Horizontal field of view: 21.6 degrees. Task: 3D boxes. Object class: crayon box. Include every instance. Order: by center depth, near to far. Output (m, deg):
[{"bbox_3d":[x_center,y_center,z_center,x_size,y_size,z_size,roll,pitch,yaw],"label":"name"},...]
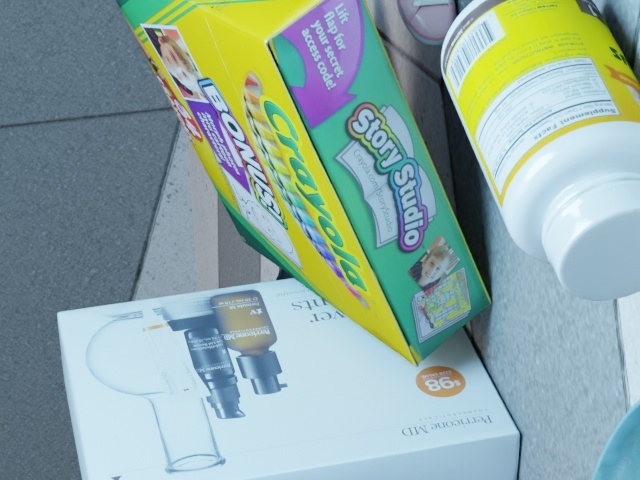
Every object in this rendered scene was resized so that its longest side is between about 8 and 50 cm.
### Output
[{"bbox_3d":[-0.026,-0.100,1.501,0.313,0.106,0.363,35,157,51],"label":"crayon box"}]

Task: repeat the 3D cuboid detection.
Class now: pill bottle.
[{"bbox_3d":[0.160,-0.066,1.093,0.117,0.117,0.215,95,163,-46],"label":"pill bottle"}]

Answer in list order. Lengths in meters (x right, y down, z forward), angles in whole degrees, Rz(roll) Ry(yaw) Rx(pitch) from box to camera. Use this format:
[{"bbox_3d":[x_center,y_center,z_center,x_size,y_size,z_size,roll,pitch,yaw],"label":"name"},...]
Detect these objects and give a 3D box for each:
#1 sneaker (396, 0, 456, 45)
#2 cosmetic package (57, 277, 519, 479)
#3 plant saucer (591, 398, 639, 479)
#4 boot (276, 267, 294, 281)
[{"bbox_3d":[0.093,-0.243,1.478,0.070,0.051,0.134,101,163,-71],"label":"sneaker"},{"bbox_3d":[-0.039,0.153,1.556,0.284,0.377,0.097,-114,19,-52],"label":"cosmetic package"},{"bbox_3d":[0.235,0.240,0.989,0.317,0.043,0.318,-178,90,-72],"label":"plant saucer"},{"bbox_3d":[0.000,0.000,1.969,0.246,0.094,0.207,-107,17,-68],"label":"boot"}]
